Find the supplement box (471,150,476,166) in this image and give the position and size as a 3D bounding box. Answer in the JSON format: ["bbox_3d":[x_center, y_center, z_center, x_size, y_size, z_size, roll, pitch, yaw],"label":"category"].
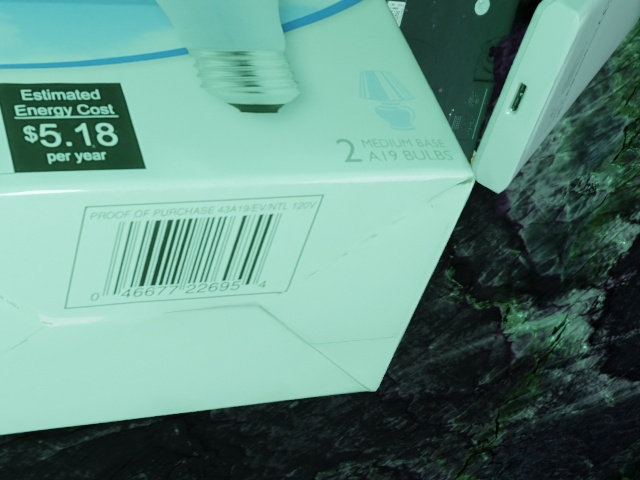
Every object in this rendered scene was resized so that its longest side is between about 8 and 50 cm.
[{"bbox_3d":[0.145,-0.076,1.649,0.098,0.036,0.062,-37,153,1],"label":"supplement box"}]

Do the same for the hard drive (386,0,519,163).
[{"bbox_3d":[0.015,-0.146,1.258,0.339,0.064,0.237,-3,118,-36],"label":"hard drive"}]

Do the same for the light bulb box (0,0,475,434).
[{"bbox_3d":[-0.148,-0.088,0.886,0.358,0.361,0.225,-4,140,-24],"label":"light bulb box"}]

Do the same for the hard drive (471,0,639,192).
[{"bbox_3d":[0.276,-0.229,1.389,0.353,0.047,0.233,-47,163,-40],"label":"hard drive"}]
